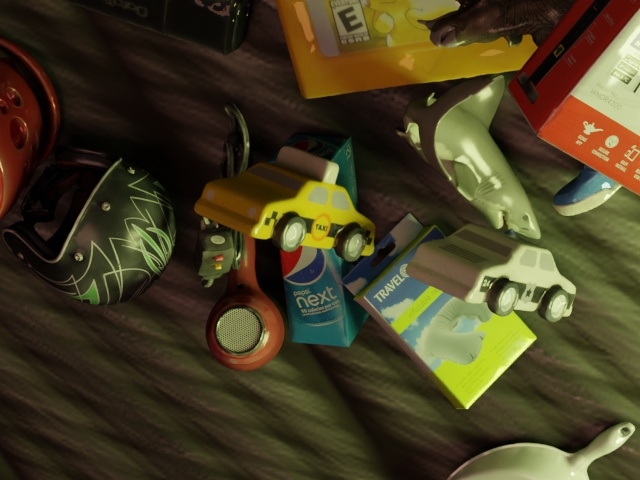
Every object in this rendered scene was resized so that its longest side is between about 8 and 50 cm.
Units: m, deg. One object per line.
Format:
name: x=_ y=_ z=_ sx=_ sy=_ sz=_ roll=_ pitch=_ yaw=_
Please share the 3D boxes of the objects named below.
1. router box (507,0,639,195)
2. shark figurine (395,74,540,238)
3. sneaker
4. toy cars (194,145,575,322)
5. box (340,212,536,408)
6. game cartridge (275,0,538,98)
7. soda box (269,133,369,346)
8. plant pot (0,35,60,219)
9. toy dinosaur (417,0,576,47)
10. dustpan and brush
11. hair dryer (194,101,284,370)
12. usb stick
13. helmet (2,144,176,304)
router box: x=0.376 y=-0.151 z=1.586 sx=0.335 sy=0.082 sz=0.301 roll=26 pitch=113 yaw=-29
shark figurine: x=0.135 y=-0.114 z=1.799 sx=0.116 sy=0.278 sz=0.166 roll=-46 pitch=62 yaw=1
sneaker: x=0.267 y=-0.091 z=1.804 sx=0.152 sy=0.058 sz=0.084 roll=-32 pitch=107 yaw=28
toy cars: x=0.075 y=-0.011 z=1.803 sx=0.394 sy=0.176 sz=0.087 roll=17 pitch=97 yaw=-11
box: x=0.119 y=0.070 z=1.927 sx=0.178 sy=0.109 sz=0.042 roll=47 pitch=167 yaw=-6
game cartridge: x=0.071 y=-0.301 z=1.777 sx=0.285 sy=0.052 sz=0.323 roll=-6 pitch=115 yaw=25
soda box: x=0.000 y=0.000 z=1.954 sx=0.067 sy=0.071 sz=0.210 roll=3 pitch=118 yaw=20
plant pot: x=-0.374 y=-0.111 z=1.984 sx=0.191 sy=0.174 sz=0.191 roll=9 pitch=119 yaw=17
toy dinosaur: x=0.252 y=-0.189 z=1.690 sx=0.313 sy=0.160 sz=0.121 roll=5 pitch=122 yaw=-33
dustpan and brush: x=0.247 y=0.253 z=2.008 sx=0.147 sy=0.060 sz=0.211 roll=45 pitch=130 yaw=-7
hair dryer: x=-0.070 y=0.026 z=1.951 sx=0.080 sy=0.223 sz=0.293 roll=5 pitch=137 yaw=6
usb stick: x=-0.201 y=-0.257 z=1.915 sx=0.278 sy=0.045 sz=0.077 roll=19 pitch=129 yaw=11
helmet: x=-0.228 y=-0.012 z=1.984 sx=0.161 sy=0.169 sz=0.169 roll=18 pitch=123 yaw=31
